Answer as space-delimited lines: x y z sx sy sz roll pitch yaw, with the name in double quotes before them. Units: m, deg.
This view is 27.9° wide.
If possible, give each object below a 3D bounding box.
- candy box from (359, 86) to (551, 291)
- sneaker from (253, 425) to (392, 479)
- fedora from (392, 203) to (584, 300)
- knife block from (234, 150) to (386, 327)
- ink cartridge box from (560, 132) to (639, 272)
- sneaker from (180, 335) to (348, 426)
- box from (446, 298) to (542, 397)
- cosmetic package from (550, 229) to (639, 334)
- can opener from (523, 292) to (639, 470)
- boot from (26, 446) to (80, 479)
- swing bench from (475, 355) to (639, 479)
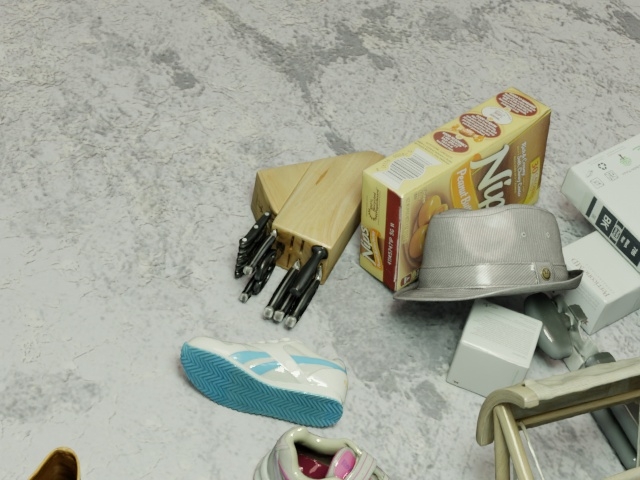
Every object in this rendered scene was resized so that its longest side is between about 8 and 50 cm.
"candy box" 0.200 -0.079 1.908 0.316 0.183 0.087 -30 50 -30
"sneaker" 0.038 0.314 1.602 0.252 0.111 0.103 22 50 8
"fedora" 0.235 0.014 1.802 0.275 0.243 0.124 -3 90 -27
"knife block" 0.000 0.000 1.874 0.275 0.088 0.242 -11 54 -20
"ink cartridge box" 0.522 -0.009 1.888 0.165 0.065 0.333 -24 58 -27
"sneaker" -0.075 0.174 1.724 0.228 0.087 0.092 19 42 -4
"box" 0.239 0.154 1.781 0.102 0.101 0.087 21 50 7
"cosmetic package" 0.459 0.036 1.934 0.231 0.085 0.117 -24 58 -29
"can opener" 0.372 0.194 1.791 0.093 0.074 0.280 -14 57 -29
"boot" -0.325 0.389 1.406 0.104 0.211 0.295 11 50 0
"swing bench" 0.341 0.272 1.586 0.253 0.165 0.255 -10 91 -19
